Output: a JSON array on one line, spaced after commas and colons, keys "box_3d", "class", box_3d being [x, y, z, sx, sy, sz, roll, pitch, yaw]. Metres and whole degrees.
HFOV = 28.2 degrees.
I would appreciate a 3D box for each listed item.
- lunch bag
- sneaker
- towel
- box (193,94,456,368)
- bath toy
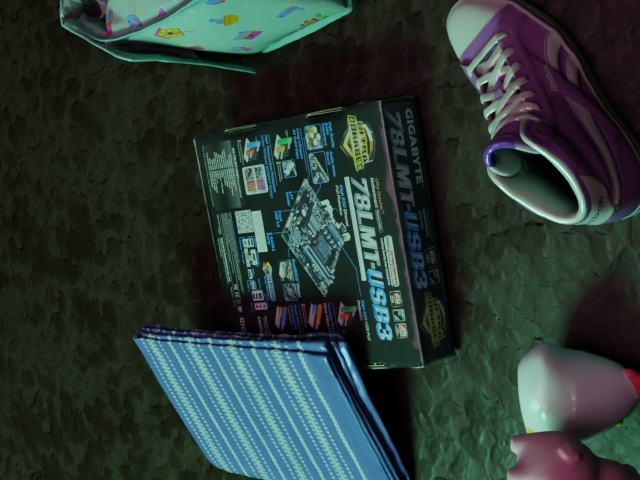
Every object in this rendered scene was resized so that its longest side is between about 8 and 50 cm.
[{"box_3d": [-0.134, -0.275, 1.418, 0.262, 0.223, 0.160, -20, 78, 43], "class": "lunch bag"}, {"box_3d": [0.188, -0.131, 1.205, 0.282, 0.161, 0.102, 53, 130, 22], "class": "sneaker"}, {"box_3d": [-0.058, 0.200, 1.527, 0.336, 0.040, 0.243, 0, 126, 42], "class": "towel"}, {"box_3d": [0.000, 0.000, 1.459, 0.293, 0.073, 0.295, -7, 95, 41], "class": "box"}, {"box_3d": [0.242, 0.244, 1.169, 0.129, 0.348, 0.151, -6, 135, 20], "class": "bath toy"}]
